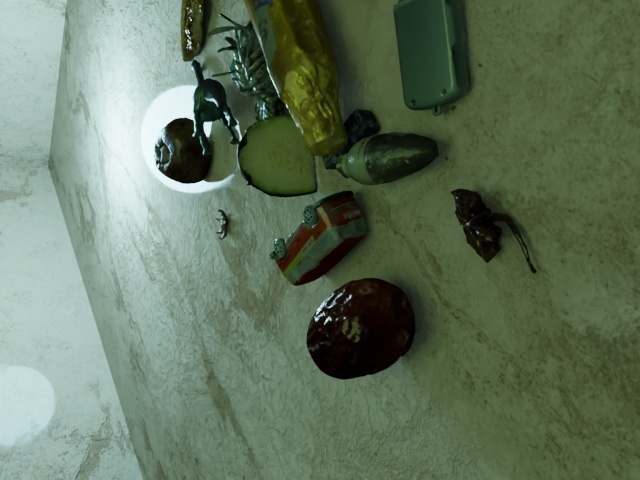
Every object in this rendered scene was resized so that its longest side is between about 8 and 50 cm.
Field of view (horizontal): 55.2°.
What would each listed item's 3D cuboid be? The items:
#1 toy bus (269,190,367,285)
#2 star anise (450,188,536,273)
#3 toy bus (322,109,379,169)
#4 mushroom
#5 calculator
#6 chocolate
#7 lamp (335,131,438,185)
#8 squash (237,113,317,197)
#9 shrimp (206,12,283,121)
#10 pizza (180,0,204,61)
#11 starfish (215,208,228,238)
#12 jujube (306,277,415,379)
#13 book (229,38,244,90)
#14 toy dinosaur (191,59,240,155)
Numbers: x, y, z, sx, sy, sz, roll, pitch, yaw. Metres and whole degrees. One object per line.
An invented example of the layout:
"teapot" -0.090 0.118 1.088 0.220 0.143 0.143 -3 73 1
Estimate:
"toy bus" 0.000 0.000 1.354 0.265 0.121 0.120 -46 68 48
"star anise" 0.276 -0.014 0.992 0.190 0.070 0.097 61 167 27
"toy bus" 0.059 -0.209 1.285 0.166 0.047 0.065 -43 57 50
"mushroom" -0.439 -0.271 1.915 0.231 0.138 0.194 -54 53 45
"calculator" 0.191 -0.340 1.069 0.141 0.045 0.246 -6 91 56
"chocolate" -0.039 -0.388 1.284 0.162 0.162 0.445 -43 59 50
"lamp" 0.122 -0.154 1.157 0.250 0.101 0.101 -3 93 48
"squash" -0.111 -0.191 1.434 0.085 0.184 0.192 176 89 -72
"shrimp" -0.158 -0.392 1.484 0.221 0.166 0.410 4 111 53
"pizza" -0.384 -0.669 1.837 0.134 0.056 0.271 59 141 43
"starfish" -0.298 -0.046 1.849 0.091 0.028 0.078 -58 44 46
"jujube" 0.076 0.178 1.212 0.243 0.183 0.183 -38 65 39
"book" -0.205 -0.484 1.644 0.103 0.017 0.135 61 140 28
"toy dinosaur" -0.320 -0.430 1.690 0.383 0.129 0.331 129 127 -74
